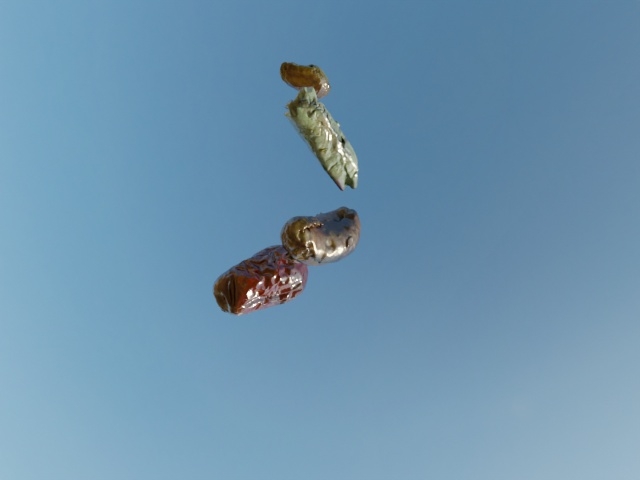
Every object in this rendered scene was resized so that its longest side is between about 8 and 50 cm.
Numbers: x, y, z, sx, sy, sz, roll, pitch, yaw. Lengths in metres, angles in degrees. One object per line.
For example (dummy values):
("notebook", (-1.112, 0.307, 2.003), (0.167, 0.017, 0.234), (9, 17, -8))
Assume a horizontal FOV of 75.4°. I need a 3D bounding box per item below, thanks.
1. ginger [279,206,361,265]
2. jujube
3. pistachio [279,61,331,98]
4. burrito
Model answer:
("ginger", (0.000, 0.000, 1.165), (0.165, 0.321, 0.172), (28, -66, 25))
("jujube", (-0.194, 0.135, 1.395), (0.216, 0.342, 0.216), (18, -64, 42))
("pistachio", (-0.036, -0.471, 1.213), (0.089, 0.173, 0.049), (-57, -143, 25))
("burrito", (0.020, -0.233, 1.006), (0.096, 0.066, 0.309), (-33, -45, 7))
